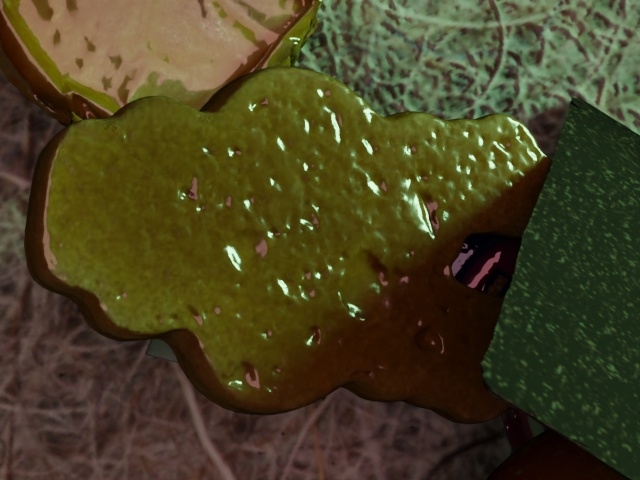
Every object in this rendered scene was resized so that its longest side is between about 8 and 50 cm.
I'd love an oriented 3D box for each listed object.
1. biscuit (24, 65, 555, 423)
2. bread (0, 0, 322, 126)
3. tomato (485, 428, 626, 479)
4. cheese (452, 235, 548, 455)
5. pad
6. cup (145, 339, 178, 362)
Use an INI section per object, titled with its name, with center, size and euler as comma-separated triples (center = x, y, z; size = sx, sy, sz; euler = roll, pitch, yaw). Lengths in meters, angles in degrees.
[biscuit]
center = -0.002, 0.000, 0.551
size = 0.295, 0.044, 0.185
euler = 12, 77, -23
[bread]
center = -0.096, -0.146, 0.622
size = 0.199, 0.104, 0.199
euler = 0, 89, -4
[tomato]
center = 0.176, 0.224, 0.517
size = 0.270, 0.222, 0.270
euler = -3, 114, -7
[cheese]
center = 0.156, 0.071, 0.632
size = 0.244, 0.062, 0.155
euler = 38, 86, 2
[pad]
center = 0.201, 0.039, 0.541
size = 0.220, 0.330, 0.004
euler = 33, 123, 2
[cup]
center = -0.023, 0.028, 0.612
size = 0.128, 0.095, 0.129
euler = 14, 83, -2
